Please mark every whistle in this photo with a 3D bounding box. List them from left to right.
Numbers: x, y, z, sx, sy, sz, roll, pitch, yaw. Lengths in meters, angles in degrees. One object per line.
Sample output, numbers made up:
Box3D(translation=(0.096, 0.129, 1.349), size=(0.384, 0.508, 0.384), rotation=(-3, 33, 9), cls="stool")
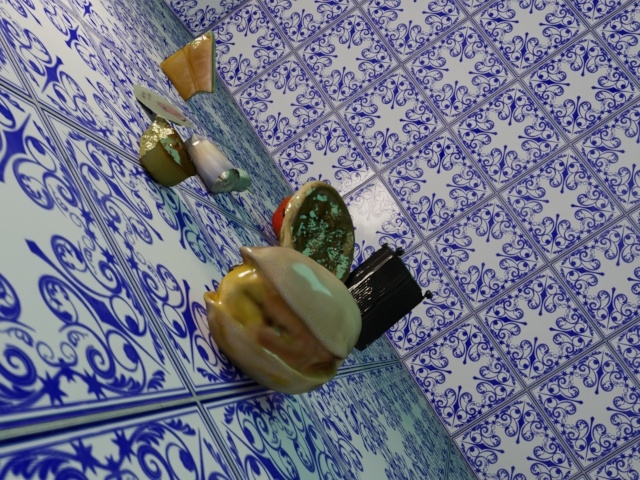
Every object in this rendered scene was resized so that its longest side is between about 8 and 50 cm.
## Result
Box3D(translation=(-0.279, -0.198, 1.927), size=(0.114, 0.077, 0.235), rotation=(48, 7, 26), cls="whistle")

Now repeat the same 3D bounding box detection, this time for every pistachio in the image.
Box3D(translation=(-0.053, 0.136, 1.092), size=(0.309, 0.230, 0.230), rotation=(40, 14, -38), cls="pistachio")

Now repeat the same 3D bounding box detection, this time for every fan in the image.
Box3D(translation=(-0.355, -0.314, 1.705), size=(0.310, 0.010, 0.182), rotation=(31, 18, -28), cls="fan")

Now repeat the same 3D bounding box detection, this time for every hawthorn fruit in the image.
Box3D(translation=(-0.068, -0.042, 2.280), size=(0.205, 0.205, 0.253), rotation=(53, 17, -29), cls="hawthorn fruit")

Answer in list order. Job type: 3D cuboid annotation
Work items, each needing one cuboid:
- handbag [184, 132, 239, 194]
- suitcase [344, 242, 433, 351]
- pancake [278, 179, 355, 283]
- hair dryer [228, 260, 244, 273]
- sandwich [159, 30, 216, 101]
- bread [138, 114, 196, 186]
Box3D(translation=(-0.289, -0.196, 1.730), size=(0.173, 0.095, 0.117), rotation=(49, 10, 15), cls="handbag")
Box3D(translation=(0.188, 0.199, 2.280), size=(0.230, 0.335, 0.152), rotation=(54, -10, -16), cls="suitcase")
Box3D(translation=(-0.001, 0.000, 2.162), size=(0.382, 0.071, 0.383), rotation=(7, 81, -49), cls="pancake")
Box3D(translation=(-0.105, 0.163, 1.318), size=(0.267, 0.092, 0.229), rotation=(79, -13, -77), cls="hair dryer")
Box3D(translation=(-0.424, -0.607, 2.299), size=(0.186, 0.220, 0.108), rotation=(55, 4, -14), cls="sandwich")
Box3D(translation=(-0.311, -0.174, 1.333), size=(0.125, 0.086, 0.156), rotation=(54, 6, -36), cls="bread")
